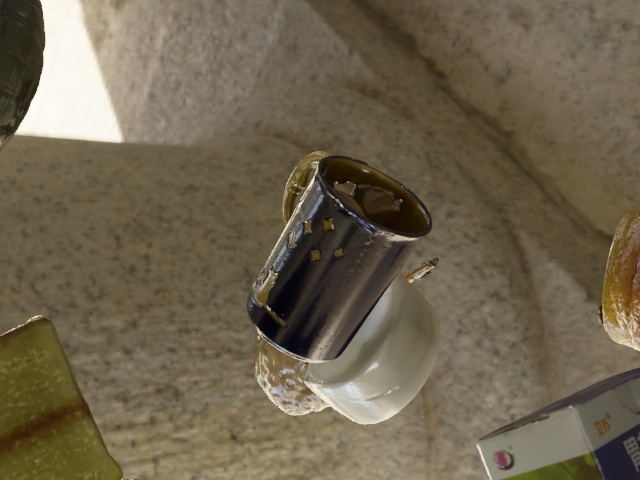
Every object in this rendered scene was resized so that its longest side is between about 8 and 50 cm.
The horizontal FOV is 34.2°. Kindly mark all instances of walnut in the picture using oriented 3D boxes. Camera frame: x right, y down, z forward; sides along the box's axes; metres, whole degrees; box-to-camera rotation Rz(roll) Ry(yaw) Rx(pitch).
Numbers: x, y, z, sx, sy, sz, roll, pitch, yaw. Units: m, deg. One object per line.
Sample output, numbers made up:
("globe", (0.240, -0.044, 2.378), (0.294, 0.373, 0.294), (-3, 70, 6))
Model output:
("walnut", (-0.033, 0.223, 1.984), (0.198, 0.198, 0.245), (37, 137, 49))

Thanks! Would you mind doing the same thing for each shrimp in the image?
("shrimp", (0.226, 0.066, 2.293), (0.127, 0.091, 0.025), (-38, 76, 41))

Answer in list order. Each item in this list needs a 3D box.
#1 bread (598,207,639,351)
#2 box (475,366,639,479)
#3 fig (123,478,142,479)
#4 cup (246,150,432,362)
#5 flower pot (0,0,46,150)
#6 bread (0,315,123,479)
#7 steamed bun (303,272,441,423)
("bread", (0.588, 0.069, 1.789), (0.142, 0.195, 0.270), (8, 91, 50))
("box", (0.272, 0.270, 0.866), (0.106, 0.200, 0.300), (-28, 78, 38))
("fig", (-0.266, 0.388, 1.398), (0.120, 0.153, 0.136), (-24, 32, 35))
("cup", (0.019, 0.012, 1.500), (0.256, 0.178, 0.255), (-58, 13, 28))
("flower pot", (-0.428, -0.204, 1.040), (0.301, 0.213, 0.302), (-16, 66, 38))
("bread", (-0.439, 0.272, 1.357), (0.361, 0.244, 0.233), (-31, 85, 57))
("steamed bun", (0.095, 0.165, 1.673), (0.164, 0.146, 0.242), (-9, 48, 43))
